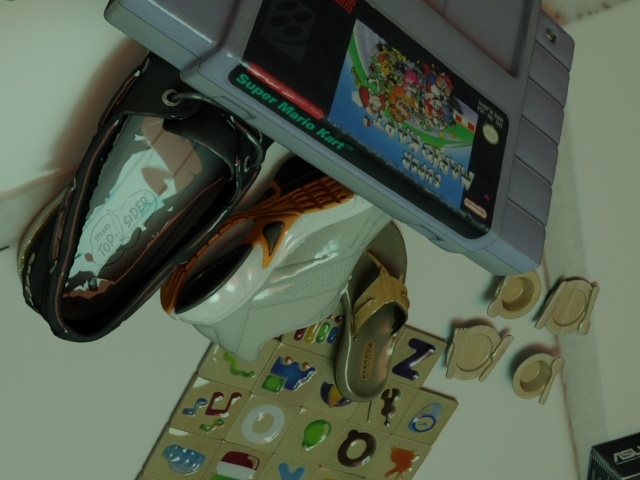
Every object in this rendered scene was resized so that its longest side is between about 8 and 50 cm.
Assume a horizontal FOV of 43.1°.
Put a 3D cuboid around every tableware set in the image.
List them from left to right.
[{"bbox_3d":[0.209,0.094,0.829,0.169,0.020,0.141,17,105,-30],"label":"tableware set"}]

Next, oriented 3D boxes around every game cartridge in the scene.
[{"bbox_3d":[0.047,-0.143,0.566,0.355,0.068,0.230,30,58,-30],"label":"game cartridge"}]

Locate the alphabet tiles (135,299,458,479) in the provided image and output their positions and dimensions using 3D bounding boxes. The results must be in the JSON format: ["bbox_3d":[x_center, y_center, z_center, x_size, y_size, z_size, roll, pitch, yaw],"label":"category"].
[{"bbox_3d":[-0.024,0.217,0.808,0.285,0.011,0.342,23,104,-29],"label":"alphabet tiles"}]

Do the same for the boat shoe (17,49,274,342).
[{"bbox_3d":[-0.099,-0.065,0.585,0.340,0.113,0.127,-46,120,4],"label":"boat shoe"}]

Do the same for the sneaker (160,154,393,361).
[{"bbox_3d":[0.000,0.000,0.676,0.262,0.099,0.121,-34,131,4],"label":"sneaker"}]

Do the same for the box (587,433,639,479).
[{"bbox_3d":[0.436,0.355,1.022,0.216,0.060,0.270,-12,117,-15],"label":"box"}]

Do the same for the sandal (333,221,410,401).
[{"bbox_3d":[0.050,0.065,0.732,0.072,0.049,0.180,0,101,-26],"label":"sandal"}]
